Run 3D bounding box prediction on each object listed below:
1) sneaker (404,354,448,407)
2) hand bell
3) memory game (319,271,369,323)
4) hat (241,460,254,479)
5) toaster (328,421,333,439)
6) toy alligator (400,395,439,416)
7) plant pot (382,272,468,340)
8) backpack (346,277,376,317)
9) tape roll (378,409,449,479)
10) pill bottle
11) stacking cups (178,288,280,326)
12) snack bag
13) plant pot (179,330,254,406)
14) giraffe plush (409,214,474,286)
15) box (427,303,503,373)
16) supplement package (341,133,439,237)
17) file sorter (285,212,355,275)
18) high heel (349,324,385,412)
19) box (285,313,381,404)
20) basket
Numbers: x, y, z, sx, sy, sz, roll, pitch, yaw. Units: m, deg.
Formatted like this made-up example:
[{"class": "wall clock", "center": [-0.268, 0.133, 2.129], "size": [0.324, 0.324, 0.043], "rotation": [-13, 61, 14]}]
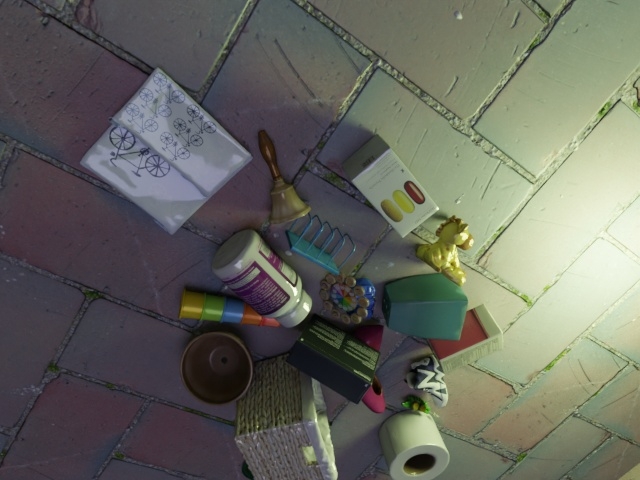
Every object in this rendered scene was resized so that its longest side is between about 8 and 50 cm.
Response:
[{"class": "sneaker", "center": [0.392, 0.542, 1.733], "size": [0.153, 0.094, 0.235], "rotation": [-10, 120, -3]}, {"class": "hand bell", "center": [-0.120, -0.180, 1.255], "size": [0.126, 0.126, 0.242], "rotation": [-17, 107, 0]}, {"class": "memory game", "center": [0.072, 0.184, 1.455], "size": [0.186, 0.012, 0.186], "rotation": [18, 121, 32]}, {"class": "hat", "center": [-0.205, 0.963, 1.804], "size": [0.208, 0.183, 0.173], "rotation": [-20, 120, 1]}, {"class": "toaster", "center": [-0.041, 0.786, 1.750], "size": [0.186, 0.168, 0.110], "rotation": [11, 119, -15]}, {"class": "toy alligator", "center": [0.400, 0.654, 1.823], "size": [0.190, 0.056, 0.051], "rotation": [24, 71, -21]}, {"class": "plant pot", "center": [0.330, 0.217, 1.507], "size": [0.234, 0.165, 0.165], "rotation": [-1, 119, -6]}, {"class": "backpack", "center": [0.135, 0.187, 1.489], "size": [0.098, 0.101, 0.120], "rotation": [-3, 115, -16]}, {"class": "tape roll", "center": [0.370, 0.828, 1.843], "size": [0.246, 0.169, 0.246], "rotation": [-4, 119, -7]}, {"class": "pill bottle", "center": [-0.163, 0.122, 1.358], "size": [0.169, 0.169, 0.301], "rotation": [-36, 118, 10]}, {"class": "stacking cups", "center": [-0.275, 0.217, 1.435], "size": [0.316, 0.096, 0.096], "rotation": [10, 116, -16]}, {"class": "snack bag", "center": [-0.408, -0.215, 1.205], "size": [0.342, 0.037, 0.323], "rotation": [-40, 118, 13]}, {"class": "plant pot", "center": [-0.325, 0.403, 1.494], "size": [0.237, 0.110, 0.237], "rotation": [0, 93, 5]}, {"class": "giraffe plush", "center": [0.391, 0.013, 1.406], "size": [0.210, 0.181, 0.170], "rotation": [29, 99, -41]}, {"class": "box", "center": [0.499, 0.346, 1.603], "size": [0.232, 0.127, 0.148], "rotation": [-26, 141, 4]}, {"class": "supplement package", "center": [0.196, -0.152, 1.291], "size": [0.139, 0.134, 0.244], "rotation": [-40, 118, 13]}, {"class": "file sorter", "center": [0.000, 0.000, 1.352], "size": [0.170, 0.118, 0.104], "rotation": [30, 106, -23]}, {"class": "high heel", "center": [0.203, 0.466, 1.631], "size": [0.181, 0.127, 0.377], "rotation": [-21, 117, 14]}, {"class": "box", "center": [0.045, 0.373, 1.471], "size": [0.261, 0.184, 0.103], "rotation": [30, 111, 6]}, {"class": "basket", "center": [-0.115, 0.607, 1.544], "size": [0.266, 0.331, 0.328], "rotation": [-14, 120, 0]}]
